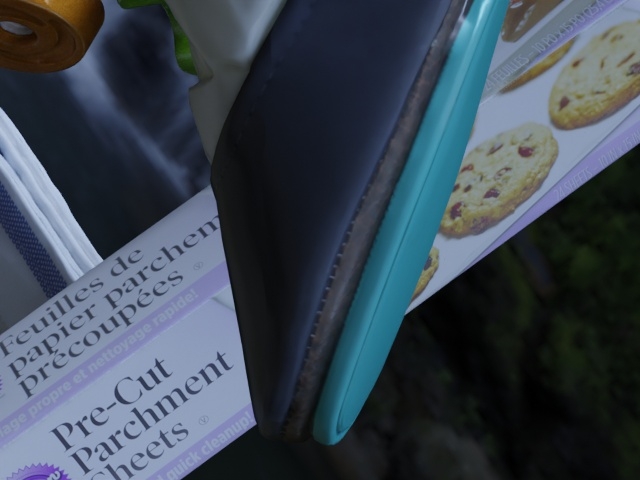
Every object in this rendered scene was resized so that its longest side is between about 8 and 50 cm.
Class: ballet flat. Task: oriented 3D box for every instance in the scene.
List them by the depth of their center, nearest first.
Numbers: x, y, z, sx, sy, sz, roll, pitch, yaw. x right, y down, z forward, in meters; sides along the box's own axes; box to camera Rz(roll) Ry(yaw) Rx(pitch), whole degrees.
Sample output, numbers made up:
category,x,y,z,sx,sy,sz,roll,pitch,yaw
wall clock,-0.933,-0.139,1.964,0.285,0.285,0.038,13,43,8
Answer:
category,x,y,z,sx,sy,sz,roll,pitch,yaw
ballet flat,0.015,-0.066,0.332,0.074,0.203,0.074,24,10,-5

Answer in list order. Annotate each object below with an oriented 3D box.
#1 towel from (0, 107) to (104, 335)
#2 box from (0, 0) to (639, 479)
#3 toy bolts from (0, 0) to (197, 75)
category,x,y,z,sx,sy,sz,roll,pitch,yaw
towel,-0.201,0.080,0.995,0.034,0.285,0.209,1,43,-48
box,0.000,0.000,0.722,0.067,0.324,0.063,59,-8,-35
toy bolts,-0.137,-0.217,1.129,0.228,0.218,0.158,50,43,-54
